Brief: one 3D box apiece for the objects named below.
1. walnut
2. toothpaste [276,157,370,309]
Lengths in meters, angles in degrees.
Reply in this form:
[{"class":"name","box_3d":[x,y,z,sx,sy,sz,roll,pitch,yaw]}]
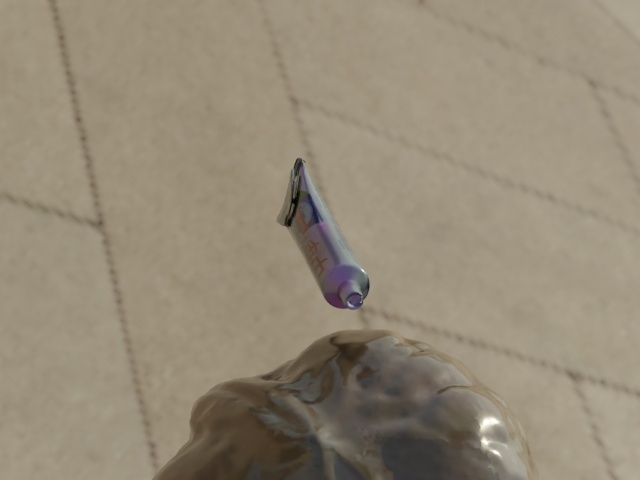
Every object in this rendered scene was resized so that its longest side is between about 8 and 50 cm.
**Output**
[{"class":"walnut","box_3d":[0.009,0.181,1.149,0.273,0.273,0.227,19,38,-35]},{"class":"toothpaste","box_3d":[0.000,0.000,1.168,0.028,0.045,0.170,7,21,-17]}]
